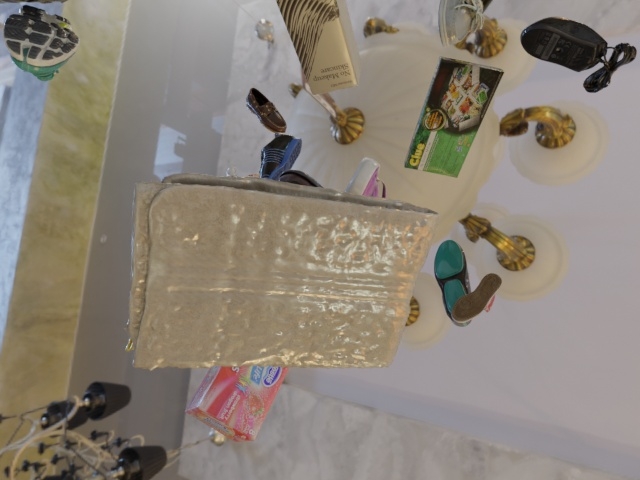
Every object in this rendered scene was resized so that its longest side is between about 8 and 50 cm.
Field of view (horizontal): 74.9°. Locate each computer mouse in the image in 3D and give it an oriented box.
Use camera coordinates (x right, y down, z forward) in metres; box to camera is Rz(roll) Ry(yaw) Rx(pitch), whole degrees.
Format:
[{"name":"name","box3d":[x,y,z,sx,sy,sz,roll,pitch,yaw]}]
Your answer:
[{"name":"computer mouse","box3d":[0.676,-0.520,1.122,0.272,0.188,0.072,31,-98,10]}]

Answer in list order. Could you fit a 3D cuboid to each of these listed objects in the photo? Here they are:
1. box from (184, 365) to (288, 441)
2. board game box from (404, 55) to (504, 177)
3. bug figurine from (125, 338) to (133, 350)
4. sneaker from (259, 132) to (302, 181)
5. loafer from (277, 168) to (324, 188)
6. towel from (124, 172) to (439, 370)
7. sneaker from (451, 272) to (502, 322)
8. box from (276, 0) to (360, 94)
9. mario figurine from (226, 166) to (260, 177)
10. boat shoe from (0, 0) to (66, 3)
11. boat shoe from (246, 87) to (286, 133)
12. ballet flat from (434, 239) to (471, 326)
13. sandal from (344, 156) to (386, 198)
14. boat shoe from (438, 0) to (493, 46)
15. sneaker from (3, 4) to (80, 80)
[{"name":"box","box3d":[-0.174,0.314,1.028,0.142,0.154,0.300,-39,-163,52]},{"name":"board game box","box3d":[0.290,-0.267,0.941,0.030,0.136,0.260,-84,-175,-49]},{"name":"bug figurine","box3d":[-0.260,0.077,0.790,0.216,0.072,0.279,-19,-132,35]},{"name":"sneaker","box3d":[-0.138,-0.216,1.192,0.090,0.082,0.233,20,-121,14]},{"name":"loafer","box3d":[0.000,0.000,0.836,0.108,0.303,0.095,-5,-139,38]},{"name":"towel","box3d":[-0.035,0.040,0.404,0.049,0.281,0.187,-122,-138,-63]},{"name":"sneaker","box3d":[0.269,0.114,0.731,0.118,0.067,0.042,-36,-123,-21]},{"name":"box","box3d":[-0.005,-0.430,0.809,0.113,0.275,0.094,-7,-126,18]},{"name":"mario figurine","box3d":[-0.275,-0.218,1.638,0.169,0.320,0.198,-24,-81,1]},{"name":"boat shoe","box3d":[-0.563,-0.533,0.811,0.355,0.130,0.133,-121,-153,-55]},{"name":"boat shoe","box3d":[-0.190,-0.454,1.461,0.207,0.073,0.073,44,-45,19]},{"name":"ballet flat","box3d":[0.277,0.090,0.859,0.074,0.074,0.203,-23,-143,26]},{"name":"sandal","box3d":[0.129,-0.092,1.084,0.102,0.416,0.170,30,-87,10]},{"name":"boat shoe","box3d":[0.393,-0.618,1.052,0.103,0.118,0.321,17,-116,40]},{"name":"sneaker","box3d":[-0.505,-0.346,0.769,0.275,0.106,0.110,56,-49,49]}]
